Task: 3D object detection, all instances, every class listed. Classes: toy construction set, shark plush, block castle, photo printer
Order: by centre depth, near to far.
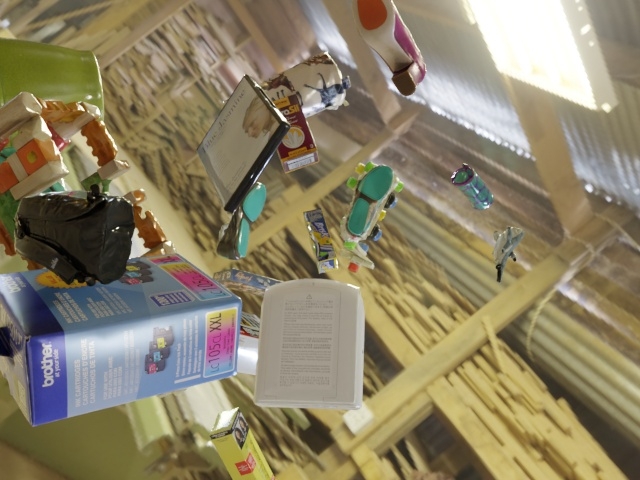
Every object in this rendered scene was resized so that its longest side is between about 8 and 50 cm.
[{"bbox_3d":[-0.540,-0.074,1.480,0.453,0.213,0.303,61,16,0],"label":"block castle"},{"bbox_3d":[-0.023,0.242,1.643,0.107,0.256,0.307,69,22,-67],"label":"photo printer"},{"bbox_3d":[0.502,0.033,1.842,0.067,0.161,0.073,24,-28,-15],"label":"shark plush"},{"bbox_3d":[0.124,-0.075,1.920,0.151,0.328,0.215,16,-9,-19],"label":"toy construction set"}]

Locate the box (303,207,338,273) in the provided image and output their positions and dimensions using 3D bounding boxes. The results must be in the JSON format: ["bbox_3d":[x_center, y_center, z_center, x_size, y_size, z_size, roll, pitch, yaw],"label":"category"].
[{"bbox_3d":[0.000,0.000,1.806,0.059,0.054,0.169,81,-6,-54],"label":"box"}]

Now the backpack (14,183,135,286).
[{"bbox_3d":[-0.381,-0.010,1.066,0.182,0.152,0.115,9,-6,23],"label":"backpack"}]

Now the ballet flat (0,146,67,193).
[{"bbox_3d":[-0.682,-0.148,1.688,0.247,0.087,0.083,39,-48,1],"label":"ballet flat"}]

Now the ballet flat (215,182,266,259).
[{"bbox_3d":[-0.241,-0.063,2.017,0.095,0.096,0.280,65,31,-43],"label":"ballet flat"}]

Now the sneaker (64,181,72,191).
[{"bbox_3d":[-0.857,-0.118,2.197,0.296,0.147,0.104,48,-6,28],"label":"sneaker"}]

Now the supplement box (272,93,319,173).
[{"bbox_3d":[-0.083,-0.297,1.913,0.081,0.104,0.188,79,-8,-73],"label":"supplement box"}]

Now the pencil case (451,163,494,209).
[{"bbox_3d":[0.405,-0.139,1.839,0.070,0.064,0.151,24,-9,43],"label":"pencil case"}]

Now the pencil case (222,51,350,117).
[{"bbox_3d":[-0.112,-0.427,2.154,0.183,0.410,0.160,61,-13,-2],"label":"pencil case"}]

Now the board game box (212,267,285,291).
[{"bbox_3d":[-0.226,0.151,2.344,0.243,0.042,0.165,17,-16,-27],"label":"board game box"}]

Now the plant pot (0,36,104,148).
[{"bbox_3d":[-0.861,-0.455,2.112,0.366,0.353,0.366,170,-90,-67],"label":"plant pot"}]

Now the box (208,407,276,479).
[{"bbox_3d":[-0.174,0.507,1.588,0.087,0.058,0.232,-70,140,-68],"label":"box"}]

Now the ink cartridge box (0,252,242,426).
[{"bbox_3d":[-0.362,0.144,1.107,0.270,0.395,0.151,25,-62,50],"label":"ink cartridge box"}]

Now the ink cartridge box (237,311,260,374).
[{"bbox_3d":[-0.297,0.289,2.159,0.272,0.130,0.309,33,6,38],"label":"ink cartridge box"}]

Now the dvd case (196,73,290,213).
[{"bbox_3d":[-0.144,-0.178,1.219,0.022,0.180,0.253,25,18,-32],"label":"dvd case"}]

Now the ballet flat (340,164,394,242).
[{"bbox_3d":[0.109,-0.093,1.763,0.091,0.241,0.077,34,-27,-5],"label":"ballet flat"}]

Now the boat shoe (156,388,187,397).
[{"bbox_3d":[-0.486,0.434,2.216,0.099,0.116,0.319,54,-28,-8],"label":"boat shoe"}]

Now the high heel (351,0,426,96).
[{"bbox_3d":[0.200,-0.616,2.028,0.377,0.127,0.181,64,28,-27],"label":"high heel"}]
